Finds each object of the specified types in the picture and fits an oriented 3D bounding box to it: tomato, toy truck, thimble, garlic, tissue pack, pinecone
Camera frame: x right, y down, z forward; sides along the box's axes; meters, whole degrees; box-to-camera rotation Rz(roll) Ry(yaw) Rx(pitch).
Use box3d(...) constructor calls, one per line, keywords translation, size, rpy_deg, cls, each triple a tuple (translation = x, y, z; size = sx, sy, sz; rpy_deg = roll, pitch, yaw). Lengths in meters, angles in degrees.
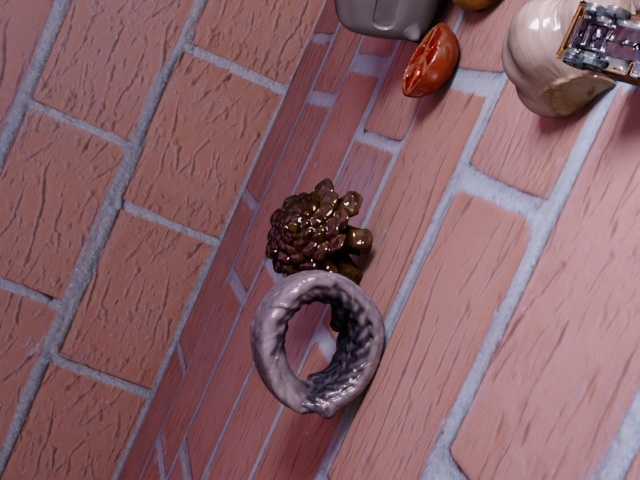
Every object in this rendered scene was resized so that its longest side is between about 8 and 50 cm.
box3d(translation=(0.219, -0.330, 2.155), size=(0.155, 0.069, 0.155), rpy_deg=(-58, 14, 24), cls="tomato")
box3d(translation=(0.375, -0.214, 1.315), size=(0.178, 0.115, 0.080), rpy_deg=(31, 99, 53), cls="toy truck")
box3d(translation=(-0.009, 0.173, 1.943), size=(0.157, 0.217, 0.245), rpy_deg=(-168, 84, -80), cls="thimble")
box3d(translation=(0.321, -0.273, 1.544), size=(0.229, 0.143, 0.178), rpy_deg=(119, 166, -59), cls="garlic")
box3d(translation=(0.144, -0.560, 2.255), size=(0.333, 0.229, 0.236), rpy_deg=(101, 170, -50), cls="tissue pack")
box3d(translation=(0.001, 0.002, 2.196), size=(0.229, 0.201, 0.202), rpy_deg=(9, 48, 42), cls="pinecone")

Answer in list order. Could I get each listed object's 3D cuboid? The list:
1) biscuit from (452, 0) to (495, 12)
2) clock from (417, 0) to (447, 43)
box3d(translation=(0.306, -0.536, 2.111), size=(0.213, 0.091, 0.274), rpy_deg=(-53, 22, 40), cls="biscuit")
box3d(translation=(0.241, -0.572, 2.497), size=(0.279, 0.049, 0.273), rpy_deg=(-124, 57, -74), cls="clock")
